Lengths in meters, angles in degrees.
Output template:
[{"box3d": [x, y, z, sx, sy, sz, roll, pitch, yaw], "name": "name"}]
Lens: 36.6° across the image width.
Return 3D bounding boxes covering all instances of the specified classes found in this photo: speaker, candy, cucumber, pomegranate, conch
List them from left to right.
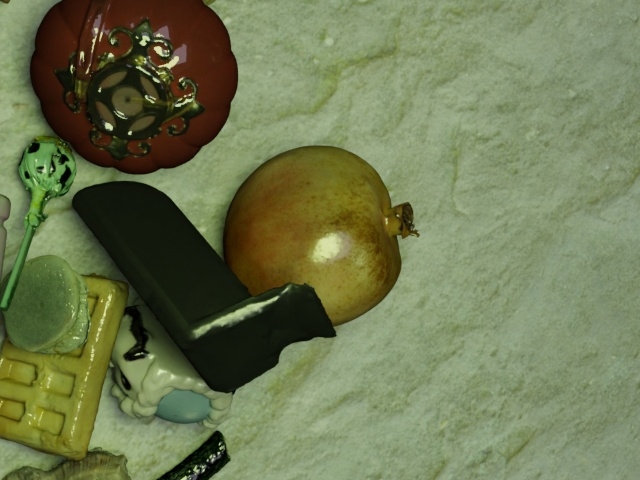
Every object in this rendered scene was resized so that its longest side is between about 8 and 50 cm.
[{"box3d": [-0.418, -0.030, 1.393, 0.083, 0.091, 0.305, 0, 50, 6], "name": "candy"}, {"box3d": [-0.361, 0.397, 1.445, 0.245, 0.163, 0.178, 7, 86, 7], "name": "conch"}, {"box3d": [-0.236, 0.392, 1.560, 0.214, 0.052, 0.058, -34, 84, -23], "name": "cucumber"}, {"box3d": [-0.174, 0.043, 1.393, 0.184, 0.388, 0.180, -38, 146, -11], "name": "speaker"}, {"box3d": [0.000, 0.000, 1.540, 0.319, 0.319, 0.319, 1, 89, -27], "name": "pomegranate"}]

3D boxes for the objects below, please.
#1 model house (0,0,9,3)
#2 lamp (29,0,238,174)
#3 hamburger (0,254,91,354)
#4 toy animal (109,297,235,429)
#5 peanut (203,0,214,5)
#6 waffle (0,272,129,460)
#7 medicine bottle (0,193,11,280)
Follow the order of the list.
[{"box3d": [-0.500, -0.403, 1.417, 0.148, 0.119, 0.149, 21, 90, -26], "name": "model house"}, {"box3d": [-0.273, -0.246, 1.433, 0.303, 0.257, 0.303, -2, 118, -3], "name": "lamp"}, {"box3d": [-0.392, 0.095, 1.381, 0.133, 0.062, 0.140, -21, 72, 10], "name": "hamburger"}, {"box3d": [-0.233, 0.199, 1.499, 0.204, 0.208, 0.156, 11, 120, -25], "name": "toy animal"}, {"box3d": [-0.183, -0.447, 1.585, 0.194, 0.083, 0.093, -48, 109, -20], "name": "peanut"}, {"box3d": [-0.392, 0.174, 1.427, 0.057, 0.168, 0.274, 31, 70, -68], "name": "waffle"}, {"box3d": [-0.548, 0.084, 1.319, 0.212, 0.212, 0.325, 8, 86, -27], "name": "medicine bottle"}]
